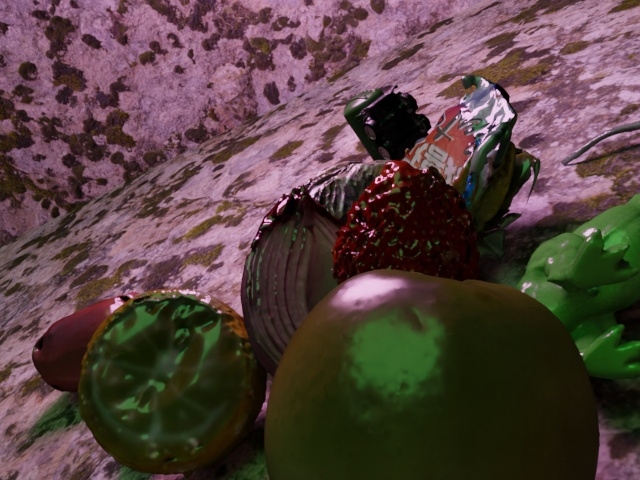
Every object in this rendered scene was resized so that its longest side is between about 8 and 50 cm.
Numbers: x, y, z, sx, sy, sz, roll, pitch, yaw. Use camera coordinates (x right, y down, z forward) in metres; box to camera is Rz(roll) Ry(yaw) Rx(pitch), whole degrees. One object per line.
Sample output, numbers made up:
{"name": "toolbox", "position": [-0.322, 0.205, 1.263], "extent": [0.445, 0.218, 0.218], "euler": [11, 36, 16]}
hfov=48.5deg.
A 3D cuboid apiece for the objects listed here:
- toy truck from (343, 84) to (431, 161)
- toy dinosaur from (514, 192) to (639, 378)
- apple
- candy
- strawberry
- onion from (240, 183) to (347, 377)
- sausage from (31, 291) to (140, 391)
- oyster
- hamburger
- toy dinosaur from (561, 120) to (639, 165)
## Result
{"name": "toy truck", "position": [0.139, -0.154, 1.234], "extent": [0.101, 0.242, 0.125], "euler": [-40, 12, -19]}
{"name": "toy dinosaur", "position": [0.268, 0.047, 0.861], "extent": [0.500, 0.143, 0.374], "euler": [-31, 6, 34]}
{"name": "apple", "position": [0.077, 0.155, 0.639], "extent": [0.295, 0.234, 0.257], "euler": [3, 86, 46]}
{"name": "candy", "position": [-0.202, 0.190, 0.976], "extent": [0.260, 0.259, 0.118], "euler": [-32, -21, -2]}
{"name": "strawberry", "position": [0.106, 0.002, 0.870], "extent": [0.185, 0.201, 0.187], "euler": [-10, 25, -12]}
{"name": "onion", "position": [-0.011, 0.063, 0.982], "extent": [0.227, 0.283, 0.120], "euler": [-3, -20, -25]}
{"name": "sausage", "position": [-0.410, 0.194, 1.329], "extent": [0.280, 0.152, 0.152], "euler": [-24, 24, 20]}
{"name": "oyster", "position": [0.002, -0.003, 1.133], "extent": [0.351, 0.158, 0.162], "euler": [-53, 2, -12]}
{"name": "hamburger", "position": [0.220, -0.085, 1.031], "extent": [0.276, 0.151, 0.260], "euler": [-50, 25, 39]}
{"name": "toy dinosaur", "position": [0.516, -0.177, 1.002], "extent": [0.383, 0.076, 0.129], "euler": [-8, 0, 31]}
